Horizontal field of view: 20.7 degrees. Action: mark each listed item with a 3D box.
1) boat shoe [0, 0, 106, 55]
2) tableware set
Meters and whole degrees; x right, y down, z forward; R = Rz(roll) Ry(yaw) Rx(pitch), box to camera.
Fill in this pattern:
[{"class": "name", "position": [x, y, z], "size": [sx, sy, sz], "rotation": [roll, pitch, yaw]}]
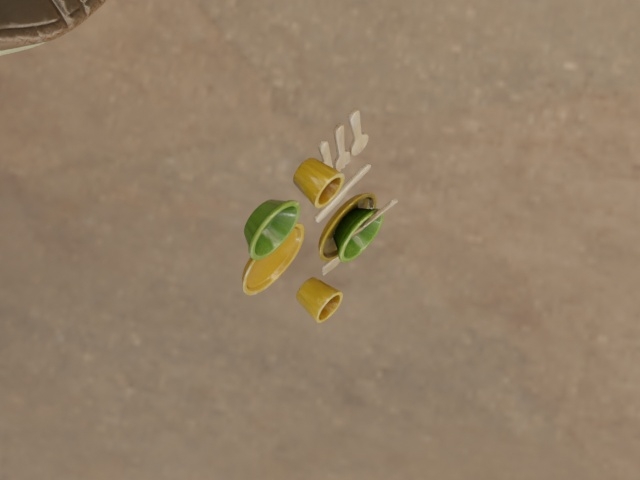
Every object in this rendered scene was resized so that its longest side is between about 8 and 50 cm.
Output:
[{"class": "boat shoe", "position": [-0.174, -0.105, 0.788], "size": [0.072, 0.190, 0.068], "rotation": [-10, 106, 50]}, {"class": "tableware set", "position": [0.000, 0.000, 0.951], "size": [0.024, 0.104, 0.154], "rotation": [39, 164, 19]}]
